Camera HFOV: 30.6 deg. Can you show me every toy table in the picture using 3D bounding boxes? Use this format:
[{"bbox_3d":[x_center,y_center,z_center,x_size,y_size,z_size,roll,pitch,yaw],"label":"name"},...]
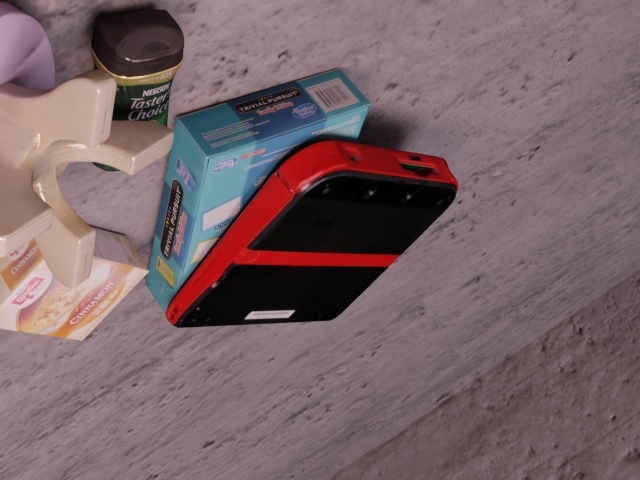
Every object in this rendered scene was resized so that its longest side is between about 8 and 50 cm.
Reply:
[{"bbox_3d":[-0.284,-0.084,1.162,0.252,0.161,0.274,-46,159,-35],"label":"toy table"}]

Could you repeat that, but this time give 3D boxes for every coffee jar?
[{"bbox_3d":[-0.207,-0.165,1.275,0.096,0.079,0.184,-20,149,-31],"label":"coffee jar"}]

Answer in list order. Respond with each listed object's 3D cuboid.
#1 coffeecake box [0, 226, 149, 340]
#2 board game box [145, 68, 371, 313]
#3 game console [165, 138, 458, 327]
[{"bbox_3d":[-0.333,0.049,1.477,0.142,0.068,0.185,-44,152,15],"label":"coffeecake box"},{"bbox_3d":[-0.093,-0.058,1.586,0.254,0.079,0.336,-21,150,-31],"label":"board game box"},{"bbox_3d":[0.000,0.000,1.661,0.342,0.060,0.387,-45,153,27],"label":"game console"}]
